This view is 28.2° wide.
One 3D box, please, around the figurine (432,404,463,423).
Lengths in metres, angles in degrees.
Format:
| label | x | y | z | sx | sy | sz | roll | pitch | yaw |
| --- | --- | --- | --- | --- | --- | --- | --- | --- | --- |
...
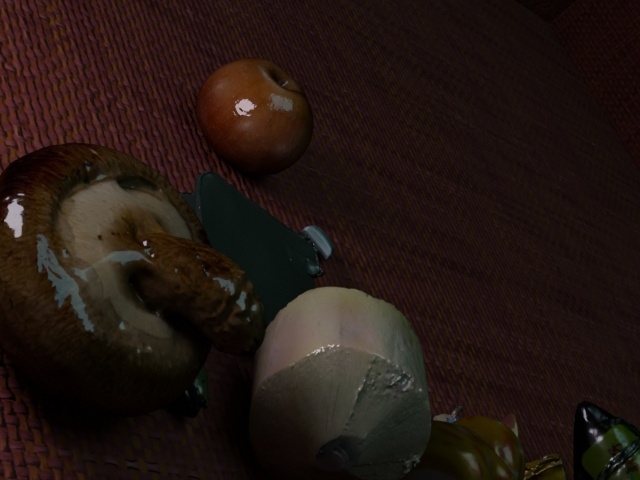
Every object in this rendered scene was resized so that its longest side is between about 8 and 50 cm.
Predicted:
| label | x | y | z | sx | sy | sz | roll | pitch | yaw |
| --- | --- | --- | --- | --- | --- | --- | --- | --- | --- |
| figurine | 0.202 | 0.293 | 1.975 | 0.047 | 0.050 | 0.083 | 34 | 29 | -18 |

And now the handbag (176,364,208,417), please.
| label | x | y | z | sx | sy | sz | roll | pitch | yaw |
| --- | --- | --- | --- | --- | --- | --- | --- | --- | --- |
| handbag | -0.162 | 0.171 | 1.562 | 0.072 | 0.047 | 0.111 | 59 | 9 | -47 |

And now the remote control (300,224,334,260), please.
| label | x | y | z | sx | sy | sz | roll | pitch | yaw |
| --- | --- | --- | --- | --- | --- | --- | --- | --- | --- |
| remote control | 0.000 | 0.000 | 2.017 | 0.061 | 0.029 | 0.162 | 51 | 4 | 0 |

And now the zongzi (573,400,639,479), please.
| label | x | y | z | sx | sy | sz | roll | pitch | yaw |
| --- | --- | --- | --- | --- | --- | --- | --- | --- | --- |
| zongzi | 0.499 | 0.494 | 2.017 | 0.383 | 0.362 | 0.319 | 34 | -18 | 42 |

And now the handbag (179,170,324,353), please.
| label | x | y | z | sx | sy | sz | roll | pitch | yaw |
| --- | --- | --- | --- | --- | --- | --- | --- | --- | --- |
| handbag | -0.096 | 0.049 | 1.805 | 0.260 | 0.079 | 0.247 | 34 | 31 | -34 |

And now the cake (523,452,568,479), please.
| label | x | y | z | sx | sy | sz | roll | pitch | yaw |
| --- | --- | --- | --- | --- | --- | --- | --- | --- | --- |
| cake | 0.358 | 0.411 | 2.078 | 0.185 | 0.116 | 0.080 | 68 | 7 | -64 |

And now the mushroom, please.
| label | x | y | z | sx | sy | sz | roll | pitch | yaw |
| --- | --- | --- | --- | --- | --- | --- | --- | --- | --- |
| mushroom | -0.250 | 0.043 | 1.446 | 0.345 | 0.239 | 0.345 | 41 | 6 | -5 |

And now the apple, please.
| label | x | y | z | sx | sy | sz | roll | pitch | yaw |
| --- | --- | --- | --- | --- | --- | --- | --- | --- | --- |
| apple | -0.098 | -0.204 | 2.045 | 0.201 | 0.162 | 0.201 | 35 | 31 | -25 |

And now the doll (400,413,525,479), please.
| label | x | y | z | sx | sy | sz | roll | pitch | yaw |
| --- | --- | --- | --- | --- | --- | --- | --- | --- | --- |
| doll | 0.190 | 0.326 | 1.790 | 0.269 | 0.166 | 0.162 | 15 | 44 | -54 |

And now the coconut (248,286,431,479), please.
| label | x | y | z | sx | sy | sz | roll | pitch | yaw |
| --- | --- | --- | --- | --- | --- | --- | --- | --- | --- |
| coconut | 0.024 | 0.202 | 1.610 | 0.239 | 0.239 | 0.244 | 39 | 27 | -20 |
